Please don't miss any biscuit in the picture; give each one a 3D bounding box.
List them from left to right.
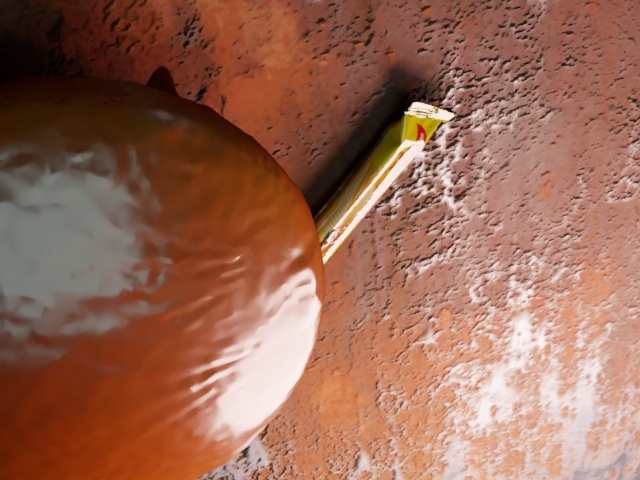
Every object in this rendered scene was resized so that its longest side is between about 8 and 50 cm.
[{"bbox_3d":[0.000,0.000,1.075,0.048,0.026,0.292,2,135,-51],"label":"biscuit"}]

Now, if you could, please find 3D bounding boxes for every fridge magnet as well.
[{"bbox_3d":[-0.176,0.046,0.933,0.364,0.155,0.363,-8,127,-11],"label":"fridge magnet"}]
